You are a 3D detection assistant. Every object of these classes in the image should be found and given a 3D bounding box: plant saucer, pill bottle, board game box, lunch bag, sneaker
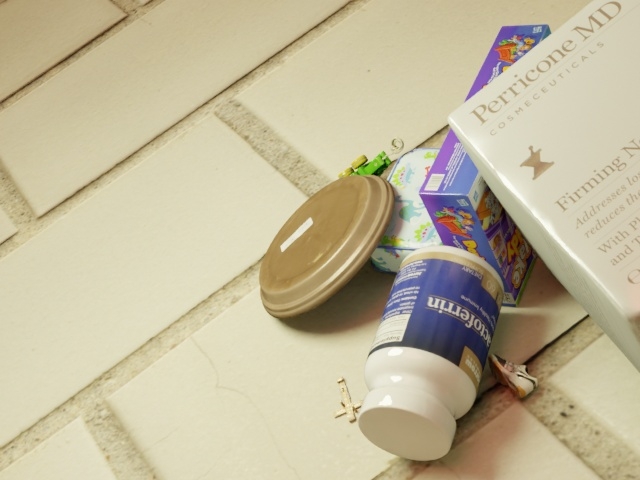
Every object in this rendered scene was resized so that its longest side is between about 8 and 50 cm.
[{"bbox_3d":[0.000,0.000,1.805,0.278,0.041,0.278,-38,25,22],"label":"plant saucer"},{"bbox_3d":[0.146,0.150,1.558,0.153,0.153,0.264,-1,49,29],"label":"pill bottle"},{"bbox_3d":[0.274,-0.112,1.690,0.078,0.233,0.347,4,51,33],"label":"board game box"},{"bbox_3d":[0.167,-0.044,1.791,0.176,0.090,0.219,4,52,33],"label":"lunch bag"},{"bbox_3d":[0.259,0.178,1.562,0.037,0.032,0.083,-26,43,-17],"label":"sneaker"}]

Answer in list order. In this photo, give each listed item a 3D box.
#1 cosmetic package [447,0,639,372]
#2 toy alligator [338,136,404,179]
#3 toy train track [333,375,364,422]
[{"bbox_3d":[0.429,-0.053,1.407,0.329,0.327,0.393,-39,47,4],"label":"cosmetic package"},{"bbox_3d":[0.088,-0.118,1.908,0.051,0.056,0.190,-29,-8,-48],"label":"toy alligator"},{"bbox_3d":[0.035,0.223,1.653,0.048,0.014,0.083,-25,40,6],"label":"toy train track"}]
